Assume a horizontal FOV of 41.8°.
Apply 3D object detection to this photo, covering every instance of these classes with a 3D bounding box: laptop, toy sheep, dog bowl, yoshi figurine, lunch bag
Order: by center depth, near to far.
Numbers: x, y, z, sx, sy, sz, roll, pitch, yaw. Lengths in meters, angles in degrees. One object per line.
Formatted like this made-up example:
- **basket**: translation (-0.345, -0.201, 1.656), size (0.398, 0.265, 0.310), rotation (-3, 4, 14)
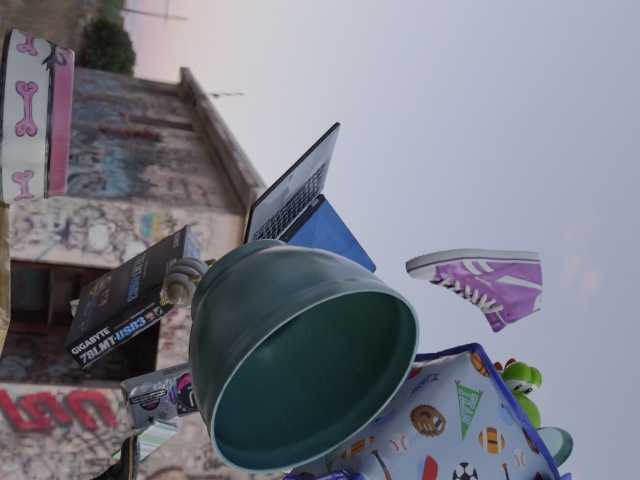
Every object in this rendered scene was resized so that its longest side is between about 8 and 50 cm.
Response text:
- **lunch bag**: translation (0.196, 0.403, 1.250), size (0.239, 0.328, 0.385), rotation (-21, -78, 54)
- **toy sheep**: translation (-0.214, 0.067, 1.391), size (0.132, 0.091, 0.091), rotation (-49, 158, -62)
- **yoshi figurine**: translation (0.343, 0.411, 1.811), size (0.203, 0.203, 0.362), rotation (53, -54, 19)
- **dog bowl**: translation (-0.654, -0.277, 1.936), size (0.408, 0.150, 0.408), rotation (-177, -90, -72)
- **laptop**: translation (0.000, 0.000, 2.057), size (0.382, 0.236, 0.408), rotation (-49, 164, -39)

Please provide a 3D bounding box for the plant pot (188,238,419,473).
- **plant pot**: translation (-0.048, 0.120, 1.069), size (0.196, 0.293, 0.293), rotation (48, -49, 40)

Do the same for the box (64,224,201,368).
- **box**: translation (-0.399, 0.112, 1.821), size (0.293, 0.073, 0.295), rotation (-33, -158, 7)

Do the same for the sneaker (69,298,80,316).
- **sneaker**: translation (-0.584, 0.196, 2.151), size (0.235, 0.090, 0.094), rotation (-15, -101, 58)

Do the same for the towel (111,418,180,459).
- **towel**: translation (-0.445, 0.507, 2.128), size (0.152, 0.113, 0.023), rotation (-38, -122, 8)

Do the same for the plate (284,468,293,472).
- **plate**: translation (0.057, 0.566, 2.260), size (0.278, 0.277, 0.045), rotation (-56, -149, 31)

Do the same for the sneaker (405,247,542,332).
- **sneaker**: translation (0.308, 0.100, 1.649), size (0.102, 0.282, 0.161), rotation (127, -36, -76)

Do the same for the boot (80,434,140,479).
- **boot**: translation (-0.430, 0.471, 1.647), size (0.077, 0.137, 0.197), rotation (-105, -155, -75)

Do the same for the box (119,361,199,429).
- **box**: translation (-0.401, 0.415, 2.268), size (0.163, 0.247, 0.142), rotation (147, -72, -69)

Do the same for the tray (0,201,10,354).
- **tray**: translation (-0.475, 0.101, 1.117), size (0.411, 0.076, 0.202), rotation (47, -60, 61)

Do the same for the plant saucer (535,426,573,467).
- **plant saucer**: translation (0.425, 0.398, 1.604), size (0.021, 0.119, 0.119), rotation (-111, -146, -60)
